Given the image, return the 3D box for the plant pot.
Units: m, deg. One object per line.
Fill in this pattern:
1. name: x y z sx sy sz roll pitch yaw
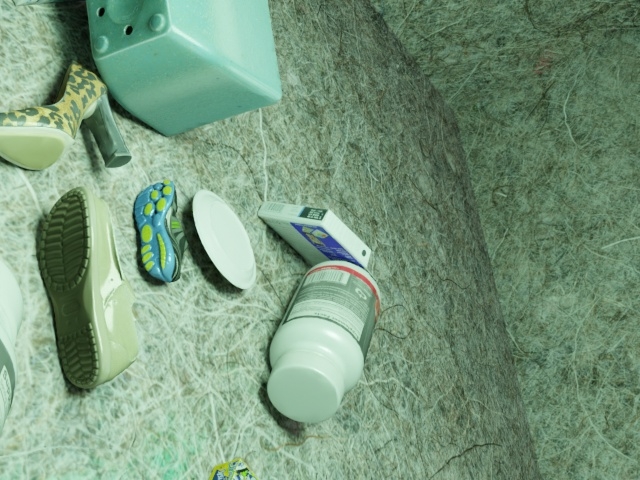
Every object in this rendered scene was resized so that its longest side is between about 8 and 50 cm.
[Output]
1. plant pot: -0.242 -0.345 1.161 0.252 0.248 0.246 15 64 -66

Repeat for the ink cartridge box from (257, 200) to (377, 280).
1. ink cartridge box: 0.000 0.000 1.473 0.208 0.206 0.045 46 66 -37

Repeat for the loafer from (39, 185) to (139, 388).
1. loafer: -0.305 0.061 0.950 0.092 0.102 0.268 11 69 -62

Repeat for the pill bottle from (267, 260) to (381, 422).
1. pill bottle: 0.006 0.188 1.339 0.176 0.176 0.318 58 27 -18

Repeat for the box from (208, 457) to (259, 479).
1. box: -0.104 0.415 1.081 0.168 0.054 0.059 56 27 -20

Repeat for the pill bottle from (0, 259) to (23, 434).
1. pill bottle: -0.363 0.149 0.558 0.204 0.204 0.361 51 12 -30

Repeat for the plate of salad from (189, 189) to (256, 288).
1. plate of salad: -0.180 0.001 1.289 0.199 0.048 0.199 56 17 -27

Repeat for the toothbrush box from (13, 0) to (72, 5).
1. toothbrush box: -0.363 -0.498 1.157 0.126 0.217 0.295 62 25 -9

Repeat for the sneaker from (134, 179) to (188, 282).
1. sneaker: -0.257 -0.015 1.152 0.078 0.067 0.188 65 13 -61

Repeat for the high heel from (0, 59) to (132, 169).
1. high heel: -0.400 -0.196 1.005 0.261 0.093 0.186 0 59 -61
